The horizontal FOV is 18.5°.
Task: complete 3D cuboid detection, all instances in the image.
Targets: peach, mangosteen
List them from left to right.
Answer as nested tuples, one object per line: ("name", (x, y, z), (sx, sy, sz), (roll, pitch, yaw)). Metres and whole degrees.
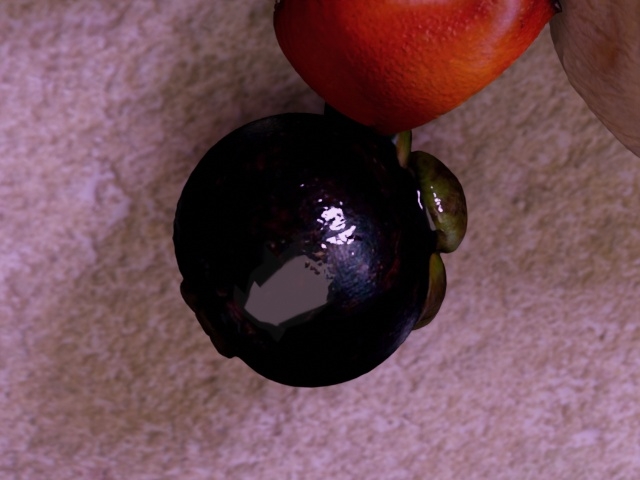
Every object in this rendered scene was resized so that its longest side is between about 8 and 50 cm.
("mangosteen", (0.000, 0.000, 1.527), (0.242, 0.243, 0.243), (-4, 124, -5))
("peach", (0.051, -0.161, 1.379), (0.158, 0.267, 0.154), (39, 88, -15))

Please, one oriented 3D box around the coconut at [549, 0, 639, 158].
("coconut", (0.338, -0.202, 1.337), (0.404, 0.405, 0.405), (-4, 124, -5))
